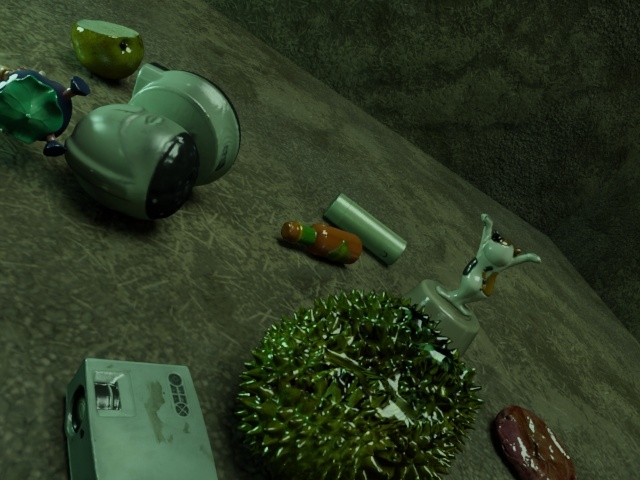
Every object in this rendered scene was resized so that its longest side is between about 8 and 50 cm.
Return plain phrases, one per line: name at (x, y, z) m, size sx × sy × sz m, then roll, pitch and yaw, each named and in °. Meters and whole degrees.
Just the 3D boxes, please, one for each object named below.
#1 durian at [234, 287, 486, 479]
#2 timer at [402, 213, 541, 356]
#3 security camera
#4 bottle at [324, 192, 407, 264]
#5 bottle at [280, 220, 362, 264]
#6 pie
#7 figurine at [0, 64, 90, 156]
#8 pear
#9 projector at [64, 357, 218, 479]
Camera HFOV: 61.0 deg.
durian at (0.045, 0.185, 0.657) m, size 0.290 × 0.225 × 0.291 m, roll 4°, pitch 52°, yaw -5°
timer at (0.308, 0.091, 1.120) m, size 0.175 × 0.266 × 0.175 m, roll 33°, pitch 20°, yaw -14°
security camera at (-0.253, -0.141, 0.833) m, size 0.191 × 0.197 × 0.277 m, roll 27°, pitch 30°, yaw 2°
bottle at (0.107, -0.027, 1.293) m, size 0.201 × 0.072 × 0.072 m, roll 36°, pitch 23°, yaw -6°
bottle at (0.000, 0.000, 1.096) m, size 0.187 × 0.069 × 0.069 m, roll 16°, pitch 32°, yaw -39°
pie at (0.392, 0.387, 0.998) m, size 0.182 × 0.049 × 0.182 m, roll 30°, pitch 30°, yaw -20°
figurine at (-0.400, -0.196, 0.750) m, size 0.102 × 0.112 × 0.195 m, roll 15°, pitch 13°, yaw -41°
pear at (-0.431, -0.379, 1.097) m, size 0.140 × 0.104 × 0.141 m, roll 11°, pitch 25°, yaw -5°
projector at (-0.170, 0.188, 0.507) m, size 0.115 × 0.061 × 0.147 m, roll 19°, pitch 30°, yaw -41°
